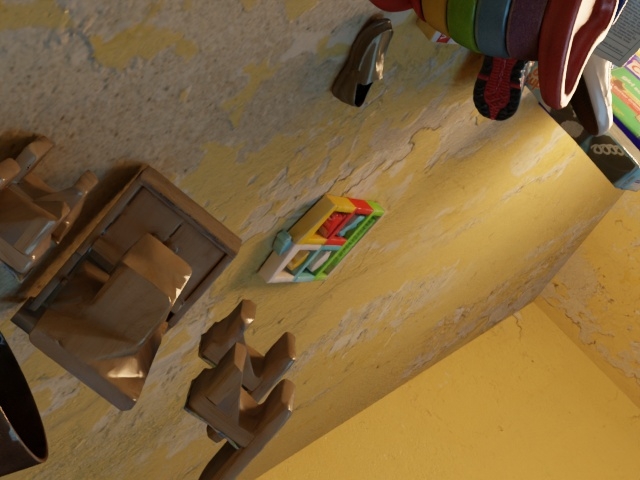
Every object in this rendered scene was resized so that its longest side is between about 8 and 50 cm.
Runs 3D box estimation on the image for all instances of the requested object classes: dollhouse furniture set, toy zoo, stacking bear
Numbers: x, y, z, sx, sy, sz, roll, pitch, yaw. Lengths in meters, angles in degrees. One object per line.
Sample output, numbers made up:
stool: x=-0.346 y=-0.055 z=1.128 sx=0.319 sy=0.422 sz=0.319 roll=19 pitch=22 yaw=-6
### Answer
dollhouse furniture set: x=-0.243 y=0.094 z=1.161 sx=0.256 sy=0.362 sz=0.394 roll=-49 pitch=-170 yaw=12
toy zoo: x=0.000 y=0.000 z=1.904 sx=0.192 sy=0.030 sz=0.293 roll=-48 pitch=161 yaw=16
stacking bear: x=0.168 y=-0.290 z=1.166 sx=0.175 sy=0.289 sz=0.164 roll=-57 pitch=155 yaw=-23

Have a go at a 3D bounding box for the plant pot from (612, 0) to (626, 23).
plant pot: x=0.295 y=-0.427 z=1.217 sx=0.236 sy=0.212 sz=0.235 roll=101 pitch=8 yaw=-62

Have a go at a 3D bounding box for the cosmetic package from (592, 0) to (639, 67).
cosmetic package: x=0.453 y=-0.407 z=1.437 sx=0.160 sy=0.113 sz=0.309 roll=22 pitch=126 yaw=-30

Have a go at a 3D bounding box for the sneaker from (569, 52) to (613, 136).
sneaker: x=0.462 y=-0.321 z=1.733 sx=0.123 sy=0.290 sz=0.106 roll=-19 pitch=-167 yaw=-7

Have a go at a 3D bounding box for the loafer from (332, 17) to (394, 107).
loafer: x=0.069 y=-0.248 z=1.474 sx=0.056 sy=0.050 sz=0.148 roll=-25 pitch=154 yaw=-42

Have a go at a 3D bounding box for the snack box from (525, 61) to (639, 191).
snack box: x=0.471 y=-0.228 z=1.896 sx=0.060 sy=0.322 sz=0.187 roll=-44 pitch=162 yaw=21

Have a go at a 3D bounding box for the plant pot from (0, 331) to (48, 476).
plant pot: x=-0.468 y=0.208 z=1.204 sx=0.230 sy=0.215 sz=0.215 roll=-25 pitch=158 yaw=-8

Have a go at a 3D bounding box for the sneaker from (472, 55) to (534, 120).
sneaker: x=0.324 y=-0.338 z=1.767 sx=0.125 sy=0.104 sz=0.261 roll=-64 pitch=174 yaw=-47

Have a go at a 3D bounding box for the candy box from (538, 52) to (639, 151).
candy box: x=0.669 y=-0.274 z=2.277 sx=0.317 sy=0.268 sz=0.122 roll=-22 pitch=156 yaw=-47

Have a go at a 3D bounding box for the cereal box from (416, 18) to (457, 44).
cereal box: x=0.277 y=-0.367 z=1.554 sx=0.240 sy=0.047 sz=0.173 roll=-2 pitch=138 yaw=-39
